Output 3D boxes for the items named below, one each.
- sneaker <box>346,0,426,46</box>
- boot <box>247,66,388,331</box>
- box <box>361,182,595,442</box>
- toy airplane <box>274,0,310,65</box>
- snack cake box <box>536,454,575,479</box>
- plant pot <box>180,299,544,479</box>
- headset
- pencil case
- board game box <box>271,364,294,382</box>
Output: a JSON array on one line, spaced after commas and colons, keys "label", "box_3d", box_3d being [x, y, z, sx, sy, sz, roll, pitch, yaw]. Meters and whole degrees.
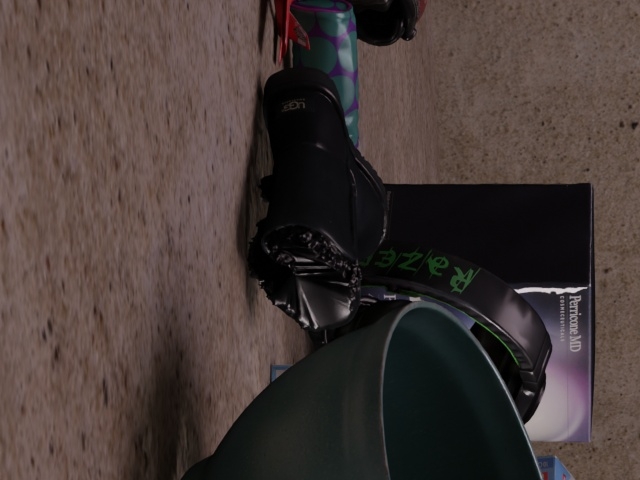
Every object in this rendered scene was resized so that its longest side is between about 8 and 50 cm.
[{"label": "sneaker", "box_3d": [0.071, -0.279, 2.233, 0.276, 0.098, 0.135, 48, 42, -76]}, {"label": "boot", "box_3d": [0.000, 0.000, 1.679, 0.246, 0.094, 0.207, 70, 16, -49]}, {"label": "box", "box_3d": [0.184, 0.090, 2.330, 0.296, 0.294, 0.182, 81, 11, -46]}, {"label": "toy airplane", "box_3d": [-0.031, -0.216, 1.719, 0.151, 0.028, 0.151, 1, 90, -82]}, {"label": "snack cake box", "box_3d": [0.120, 0.309, 1.904, 0.089, 0.264, 0.152, 49, 38, -53]}, {"label": "plant pot", "box_3d": [0.022, 0.207, 1.299, 0.293, 0.196, 0.293, 48, 32, -44]}, {"label": "headset", "box_3d": [0.110, 0.156, 1.955, 0.394, 0.243, 0.185, 70, 37, -53]}, {"label": "pencil case", "box_3d": [0.002, -0.157, 1.828, 0.070, 0.064, 0.151, 27, -53, 50]}, {"label": "board game box", "box_3d": [0.033, 0.162, 1.711, 0.026, 0.154, 0.103, 36, 54, -80]}]
